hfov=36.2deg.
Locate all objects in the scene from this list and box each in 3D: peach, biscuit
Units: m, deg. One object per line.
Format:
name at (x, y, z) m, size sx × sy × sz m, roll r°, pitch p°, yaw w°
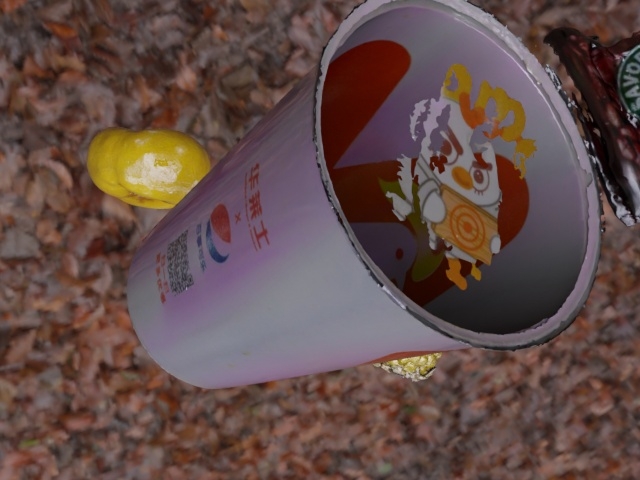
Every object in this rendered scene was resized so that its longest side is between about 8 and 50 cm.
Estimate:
peach at (-0.238, -0.102, 1.378) m, size 0.179 × 0.179 × 0.103 m, roll 25°, pitch 73°, yaw -44°
biscuit at (0.280, -0.119, 0.669) m, size 0.235 × 0.151 × 0.063 m, roll -23°, pitch 152°, yaw 0°

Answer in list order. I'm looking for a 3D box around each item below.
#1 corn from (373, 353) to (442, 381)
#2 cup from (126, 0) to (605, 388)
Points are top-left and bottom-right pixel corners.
corn at (0.148, 0.033, 1.289) m, size 0.106 × 0.106 × 0.305 m, roll 23°, pitch 87°, yaw -43°
cup at (0.000, 0.000, 0.606) m, size 0.203 × 0.203 × 0.288 m, roll 7°, pitch 159°, yaw -35°
